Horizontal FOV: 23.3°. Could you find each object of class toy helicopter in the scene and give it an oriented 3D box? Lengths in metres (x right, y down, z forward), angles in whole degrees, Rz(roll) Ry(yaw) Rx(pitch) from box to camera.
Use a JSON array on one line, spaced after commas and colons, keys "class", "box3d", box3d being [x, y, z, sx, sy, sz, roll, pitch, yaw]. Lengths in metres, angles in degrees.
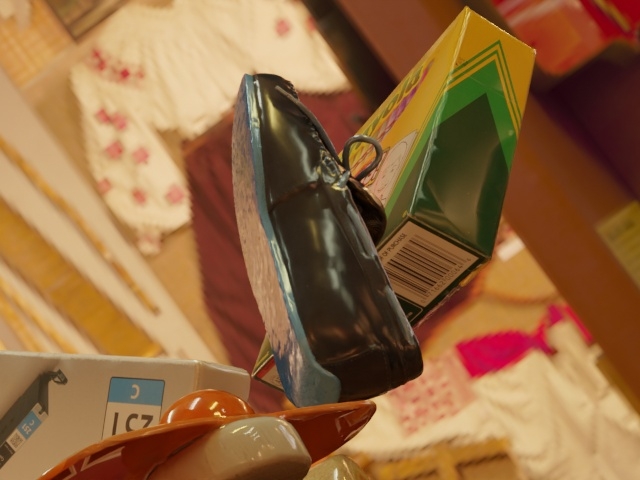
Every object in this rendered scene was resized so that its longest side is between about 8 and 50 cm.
[{"class": "toy helicopter", "box3d": [0.001, 0.145, 0.616, 0.140, 0.235, 0.355, -35, 4, 4]}]

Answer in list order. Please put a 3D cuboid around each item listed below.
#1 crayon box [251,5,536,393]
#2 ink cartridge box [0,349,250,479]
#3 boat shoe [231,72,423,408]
[{"class": "crayon box", "box3d": [0.078, -0.029, 1.711, 0.363, 0.106, 0.313, -47, 20, 48]}, {"class": "ink cartridge box", "box3d": [-0.198, 0.221, 1.233, 0.296, 0.261, 0.066, -1, -12, 39]}, {"class": "boat shoe", "box3d": [0.000, 0.000, 0.981, 0.089, 0.258, 0.109, -5, -34, -13]}]
